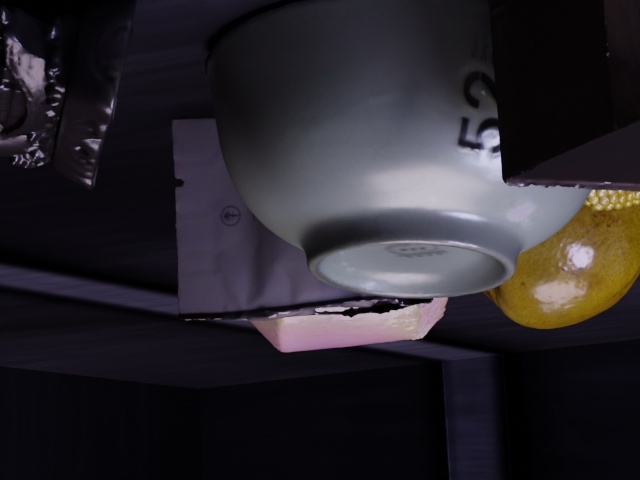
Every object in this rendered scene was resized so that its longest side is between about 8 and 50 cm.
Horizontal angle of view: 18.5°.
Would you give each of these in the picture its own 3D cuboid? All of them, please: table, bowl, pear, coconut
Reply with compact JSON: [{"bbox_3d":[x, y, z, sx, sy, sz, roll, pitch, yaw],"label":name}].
[{"bbox_3d":[0.245,-0.138,1.423,0.172,0.169,0.193,1,168,-23],"label":"table"},{"bbox_3d":[0.077,-0.062,1.645,0.354,0.185,0.354,1,163,0],"label":"bowl"},{"bbox_3d":[0.245,-0.017,2.020,0.209,0.209,0.209,-3,170,-1],"label":"pear"},{"bbox_3d":[0.000,0.000,2.013,0.245,0.233,0.233,-2,170,-7],"label":"coconut"}]

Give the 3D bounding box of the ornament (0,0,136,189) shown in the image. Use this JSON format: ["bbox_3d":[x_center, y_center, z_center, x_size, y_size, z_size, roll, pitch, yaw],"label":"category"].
[{"bbox_3d":[-0.288,-0.128,1.565,0.260,0.106,0.251,8,161,-11],"label":"ornament"}]

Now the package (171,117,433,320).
[{"bbox_3d":[-0.015,-0.027,1.868,0.251,0.204,0.062,-4,169,12],"label":"package"}]

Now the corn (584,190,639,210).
[{"bbox_3d":[0.357,-0.092,1.879,0.244,0.093,0.093,-13,169,4],"label":"corn"}]
